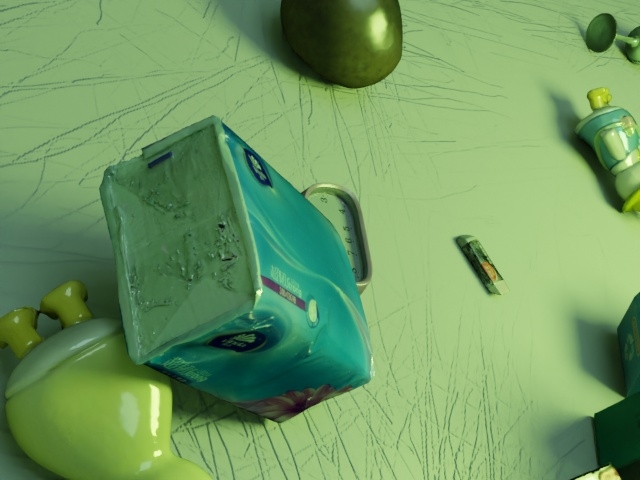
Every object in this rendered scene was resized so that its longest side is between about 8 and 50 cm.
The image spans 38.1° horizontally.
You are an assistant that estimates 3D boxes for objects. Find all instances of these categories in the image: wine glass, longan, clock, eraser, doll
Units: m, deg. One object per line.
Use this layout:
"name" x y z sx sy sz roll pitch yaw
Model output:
"wine glass" 0.609 -0.386 1.804 0.195 0.079 0.079 3 57 -33
"longan" 0.034 -0.300 1.270 0.167 0.167 0.187 -44 110 -46
"clock" 0.000 0.000 1.092 0.110 0.050 0.153 11 53 -30
"eraser" 0.220 0.032 1.252 0.027 0.019 0.099 -16 70 -42
"doll" -0.175 0.177 0.800 0.141 0.117 0.296 -28 87 -27
"doll" 0.500 -0.136 1.528 0.098 0.135 0.241 -23 70 -14

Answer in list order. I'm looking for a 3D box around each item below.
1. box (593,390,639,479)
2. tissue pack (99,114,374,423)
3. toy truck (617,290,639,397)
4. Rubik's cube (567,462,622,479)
"box" 0.476 0.230 1.130 0.153 0.245 0.092 22 49 -21
"tissue pack" -0.068 0.038 0.869 0.263 0.146 0.198 40 30 -57
"toy truck" 0.582 0.179 1.295 0.367 0.175 0.146 24 49 -20
"Rubik's cube" 0.242 0.341 0.945 0.155 0.151 0.154 -7 62 -40
